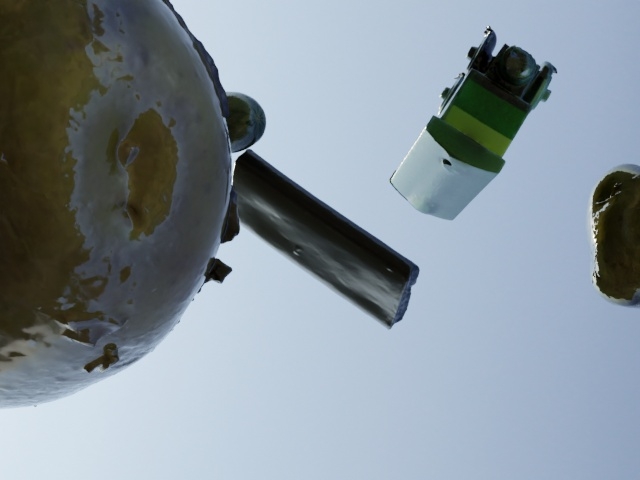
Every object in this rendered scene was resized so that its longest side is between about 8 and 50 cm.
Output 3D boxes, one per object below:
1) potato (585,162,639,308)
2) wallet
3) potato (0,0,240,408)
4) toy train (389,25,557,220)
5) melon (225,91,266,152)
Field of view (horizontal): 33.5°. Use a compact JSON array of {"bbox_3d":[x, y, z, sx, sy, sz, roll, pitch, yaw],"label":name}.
[{"bbox_3d":[0.428,-0.002,1.449,0.137,0.154,0.200,-17,-123,30],"label":"potato"},{"bbox_3d":[0.001,-0.001,2.038,0.406,0.062,0.228,34,-31,14],"label":"wallet"},{"bbox_3d":[-0.113,-0.004,0.439,0.138,0.098,0.243,14,-64,16],"label":"potato"},{"bbox_3d":[0.203,-0.150,1.421,0.202,0.120,0.301,-57,179,-14],"label":"toy train"},{"bbox_3d":[-0.175,-0.212,1.933,0.167,0.114,0.114,-2,-94,33],"label":"melon"}]
